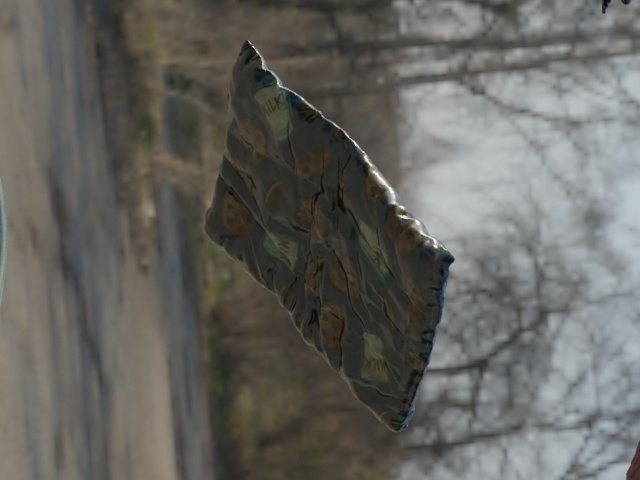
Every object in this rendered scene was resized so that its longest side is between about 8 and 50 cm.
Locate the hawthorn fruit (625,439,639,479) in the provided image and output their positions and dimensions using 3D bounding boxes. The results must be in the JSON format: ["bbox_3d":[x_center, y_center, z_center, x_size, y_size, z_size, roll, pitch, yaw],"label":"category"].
[{"bbox_3d":[0.301,0.126,0.871,0.307,0.265,0.265,-57,-168,15],"label":"hawthorn fruit"}]

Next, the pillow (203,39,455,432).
[{"bbox_3d":[0.001,0.000,1.232,0.255,0.034,0.189,48,-37,32],"label":"pillow"}]

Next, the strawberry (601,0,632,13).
[{"bbox_3d":[0.221,-0.288,1.038,0.280,0.150,0.253,-44,118,-62],"label":"strawberry"}]

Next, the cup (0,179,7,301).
[{"bbox_3d":[-0.272,-0.039,0.802,0.173,0.202,0.255,-62,146,-66],"label":"cup"}]
